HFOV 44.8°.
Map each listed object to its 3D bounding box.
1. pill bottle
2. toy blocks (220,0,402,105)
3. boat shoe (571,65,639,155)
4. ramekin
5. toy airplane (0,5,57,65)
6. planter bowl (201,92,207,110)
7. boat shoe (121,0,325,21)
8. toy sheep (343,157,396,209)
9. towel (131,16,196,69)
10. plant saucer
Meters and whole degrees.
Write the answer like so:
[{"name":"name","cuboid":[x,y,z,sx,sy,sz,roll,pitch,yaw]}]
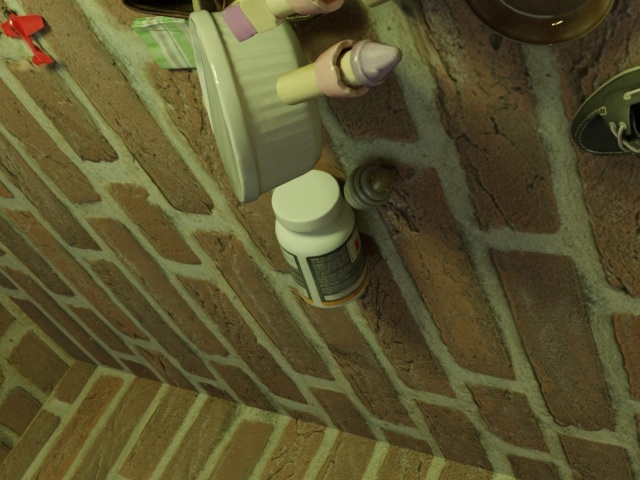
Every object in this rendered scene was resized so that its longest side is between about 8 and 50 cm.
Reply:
[{"name":"pill bottle","cuboid":[0.000,0.000,1.550,0.162,0.162,0.278,14,146,24]},{"name":"toy blocks","cuboid":[0.027,-0.355,0.875,0.260,0.288,0.309,-5,133,49]},{"name":"boat shoe","cuboid":[0.449,-0.168,0.983,0.112,0.095,0.335,41,148,-19]},{"name":"ramekin","cuboid":[-0.090,-0.199,1.097,0.127,0.272,0.273,-17,147,-10]},{"name":"toy airplane","cuboid":[-0.590,-0.407,1.564,0.151,0.028,0.151,23,150,14]},{"name":"planter bowl","cuboid":[-0.101,-0.254,1.281,0.162,0.162,0.109,30,123,-1]},{"name":"boat shoe","cuboid":[-0.148,-0.364,1.161,0.342,0.123,0.123,16,148,21]},{"name":"toy sheep","cuboid":[0.086,-0.097,1.404,0.091,0.091,0.132,36,149,-12]},{"name":"towel","cuboid":[-0.256,-0.348,1.378,0.152,0.023,0.113,5,141,36]},{"name":"plant saucer","cuboid":[0.266,-0.329,0.954,0.199,0.036,0.198,22,149,14]}]
